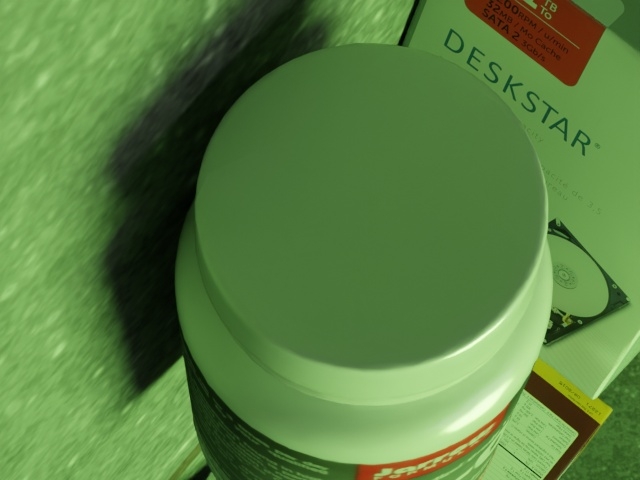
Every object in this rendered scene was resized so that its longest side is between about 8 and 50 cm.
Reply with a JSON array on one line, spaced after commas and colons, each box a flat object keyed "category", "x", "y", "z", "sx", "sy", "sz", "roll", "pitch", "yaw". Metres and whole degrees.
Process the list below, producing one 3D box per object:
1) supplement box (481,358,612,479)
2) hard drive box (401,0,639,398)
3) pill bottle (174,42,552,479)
[{"category": "supplement box", "x": 0.147, "y": 0.214, "z": 1.752, "sx": 0.194, "sy": 0.129, "sz": 0.191, "roll": -48, "pitch": 169, "yaw": -18}, {"category": "hard drive box", "x": 0.127, "y": -0.056, "z": 0.938, "sx": 0.089, "sy": 0.181, "sz": 0.232, "roll": -42, "pitch": 164, "yaw": -33}, {"category": "pill bottle", "x": 0.017, "y": 0.036, "z": 0.841, "sx": 0.161, "sy": 0.161, "sz": 0.283, "roll": -48, "pitch": 168, "yaw": -16}]
